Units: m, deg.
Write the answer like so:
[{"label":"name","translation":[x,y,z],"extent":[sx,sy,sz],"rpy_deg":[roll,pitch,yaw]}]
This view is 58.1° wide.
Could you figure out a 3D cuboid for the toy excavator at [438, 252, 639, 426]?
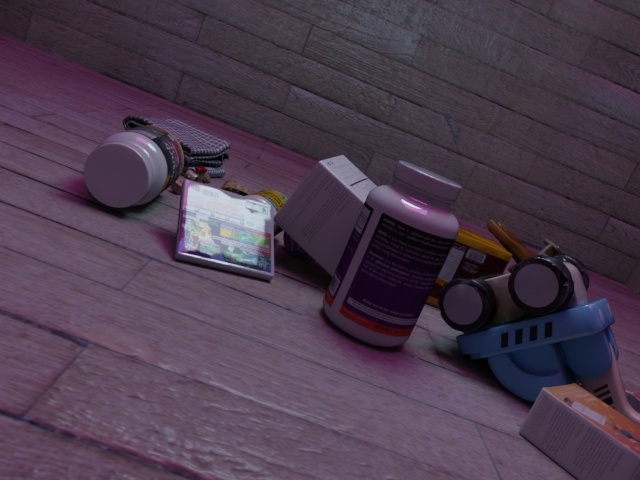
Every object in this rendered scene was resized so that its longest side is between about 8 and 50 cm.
[{"label":"toy excavator","translation":[0.494,0.240,1.088],"extent":[0.433,0.445,0.222],"rpy_deg":[-21,-11,32]}]

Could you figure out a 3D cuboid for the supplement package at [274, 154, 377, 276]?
[{"label":"supplement package","translation":[0.078,-0.024,1.281],"extent":[0.293,0.177,0.175],"rpy_deg":[44,22,6]}]

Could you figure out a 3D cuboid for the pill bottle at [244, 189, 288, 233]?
[{"label":"pill bottle","translation":[-0.146,-0.054,1.352],"extent":[0.117,0.118,0.208],"rpy_deg":[24,14,7]}]

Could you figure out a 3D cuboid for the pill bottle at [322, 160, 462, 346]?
[{"label":"pill bottle","translation":[0.140,0.024,1.077],"extent":[0.181,0.323,0.181],"rpy_deg":[21,14,-6]}]

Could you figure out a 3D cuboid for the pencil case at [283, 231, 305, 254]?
[{"label":"pencil case","translation":[0.000,0.000,1.448],"extent":[0.086,0.088,0.206],"rpy_deg":[6,-1,45]}]

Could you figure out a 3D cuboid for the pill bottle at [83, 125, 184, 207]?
[{"label":"pill bottle","translation":[-0.407,-0.165,1.273],"extent":[0.162,0.162,0.278],"rpy_deg":[21,15,-7]}]

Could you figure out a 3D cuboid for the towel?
[{"label":"towel","translation":[-0.446,-0.302,1.807],"extent":[0.283,0.121,0.235],"rpy_deg":[27,15,15]}]

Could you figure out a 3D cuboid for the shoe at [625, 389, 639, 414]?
[{"label":"shoe","translation":[0.658,0.350,1.219],"extent":[0.178,0.063,0.081],"rpy_deg":[27,12,-4]}]

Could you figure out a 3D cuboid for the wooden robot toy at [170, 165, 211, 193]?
[{"label":"wooden robot toy","translation":[-0.320,-0.149,1.548],"extent":[0.079,0.076,0.173],"rpy_deg":[37,17,10]}]

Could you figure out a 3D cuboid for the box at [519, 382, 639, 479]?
[{"label":"box","translation":[0.435,0.318,0.922],"extent":[0.130,0.091,0.170],"rpy_deg":[9,19,-44]}]

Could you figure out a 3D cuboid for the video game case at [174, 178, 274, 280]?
[{"label":"video game case","translation":[-0.187,-0.021,1.159],"extent":[0.201,0.023,0.183],"rpy_deg":[16,51,-27]}]

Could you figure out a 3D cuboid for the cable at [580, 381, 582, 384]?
[{"label":"cable","translation":[0.536,0.268,1.298],"extent":[0.287,0.072,0.139],"rpy_deg":[22,12,-2]}]

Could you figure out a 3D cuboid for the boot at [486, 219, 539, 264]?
[{"label":"boot","translation":[0.542,0.049,1.489],"extent":[0.280,0.096,0.264],"rpy_deg":[53,23,16]}]

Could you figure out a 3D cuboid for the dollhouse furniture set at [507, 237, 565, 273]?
[{"label":"dollhouse furniture set","translation":[0.647,0.134,1.717],"extent":[0.242,0.212,0.161],"rpy_deg":[45,8,-17]}]

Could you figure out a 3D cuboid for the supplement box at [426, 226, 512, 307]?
[{"label":"supplement box","translation":[0.347,0.073,1.482],"extent":[0.191,0.194,0.129],"rpy_deg":[21,13,-8]}]

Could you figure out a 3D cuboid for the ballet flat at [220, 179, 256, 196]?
[{"label":"ballet flat","translation":[-0.195,-0.102,1.600],"extent":[0.206,0.073,0.067],"rpy_deg":[25,41,20]}]
